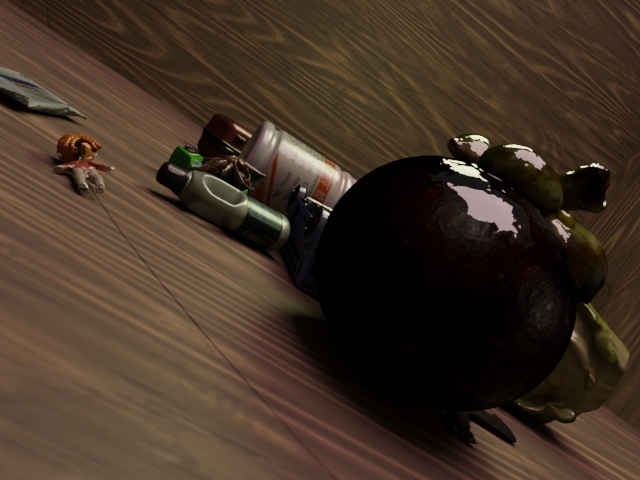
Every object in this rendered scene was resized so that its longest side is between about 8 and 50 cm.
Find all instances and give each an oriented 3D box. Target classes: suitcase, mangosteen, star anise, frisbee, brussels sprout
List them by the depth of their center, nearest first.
[{"bbox_3d":[0.146,0.030,0.529,0.330,0.330,0.330,33,7,-4],"label":"mangosteen"},{"bbox_3d":[0.176,0.220,0.594,0.211,0.012,0.187,36,8,15],"label":"frisbee"},{"bbox_3d":[-0.156,-0.126,0.803,0.124,0.056,0.129,14,25,2],"label":"star anise"},{"bbox_3d":[0.393,0.166,0.891,0.371,0.276,0.315,36,10,14],"label":"brussels sprout"},{"bbox_3d":[-0.265,-0.300,1.559,0.297,0.161,0.236,28,8,-37],"label":"suitcase"}]

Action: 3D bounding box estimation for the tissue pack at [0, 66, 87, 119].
[{"bbox_3d":[-0.460,-0.232,0.688,0.122,0.026,0.193,32,6,-9],"label":"tissue pack"}]

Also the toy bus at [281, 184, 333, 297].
[{"bbox_3d":[0.000,0.000,0.807,0.125,0.133,0.292,26,11,-19],"label":"toy bus"}]

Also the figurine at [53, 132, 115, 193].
[{"bbox_3d":[-0.272,-0.089,0.511,0.064,0.047,0.109,-4,38,-40],"label":"figurine"}]

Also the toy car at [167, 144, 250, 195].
[{"bbox_3d":[-0.217,-0.111,0.838,0.165,0.071,0.062,34,20,-3],"label":"toy car"}]

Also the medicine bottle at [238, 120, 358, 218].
[{"bbox_3d":[-0.045,-0.107,1.028,0.315,0.202,0.202,29,8,-20],"label":"medicine bottle"}]

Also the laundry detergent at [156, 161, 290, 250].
[{"bbox_3d":[-0.158,-0.059,0.725,0.225,0.070,0.099,30,8,-34],"label":"laundry detergent"}]
